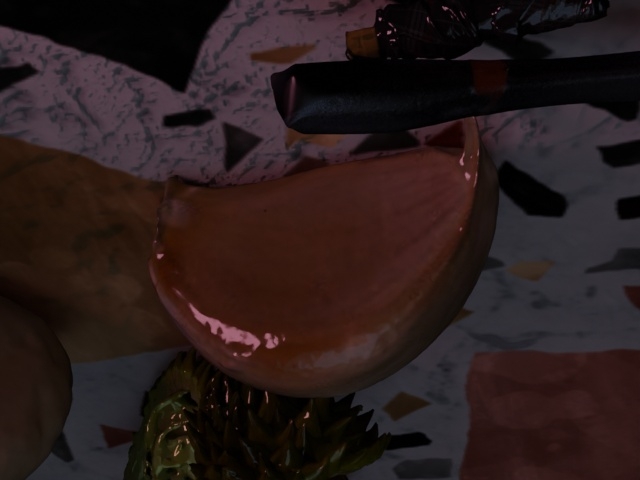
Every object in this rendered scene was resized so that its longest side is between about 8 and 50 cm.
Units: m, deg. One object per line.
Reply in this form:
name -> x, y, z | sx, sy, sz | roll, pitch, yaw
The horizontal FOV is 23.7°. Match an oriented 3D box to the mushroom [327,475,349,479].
mushroom -> -0.065, 0.208, 1.281 | 0.187, 0.061, 0.060 | 8, 149, 3

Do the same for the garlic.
garlic -> 0.010, 0.011, 0.961 | 0.245, 0.145, 0.164 | -17, 108, 24

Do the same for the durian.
durian -> -0.064, 0.173, 1.108 | 0.157, 0.169, 0.355 | 30, 157, -8

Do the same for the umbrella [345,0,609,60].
umbrella -> 0.083, -0.121, 0.827 | 0.144, 0.040, 0.037 | -11, 134, 15

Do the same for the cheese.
cheese -> -0.311, 0.107, 1.076 | 0.248, 0.173, 0.251 | -7, 137, 18

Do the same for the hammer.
hammer -> 0.119, -0.086, 0.813 | 0.290, 0.037, 0.137 | -4, 157, -6
